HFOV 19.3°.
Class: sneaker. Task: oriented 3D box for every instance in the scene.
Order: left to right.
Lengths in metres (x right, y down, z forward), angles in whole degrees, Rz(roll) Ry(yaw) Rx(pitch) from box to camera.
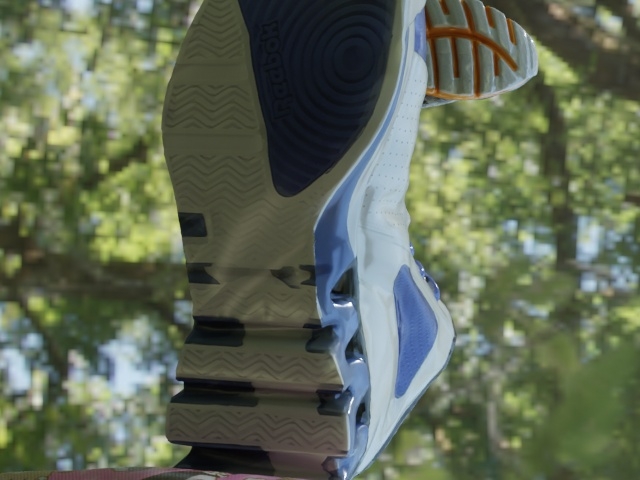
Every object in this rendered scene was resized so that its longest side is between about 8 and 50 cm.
[{"bbox_3d":[0.000,0.001,1.034,0.127,0.182,0.315,7,-87,19],"label":"sneaker"},{"bbox_3d":[0.061,-0.134,1.461,0.083,0.215,0.084,88,-1,-70],"label":"sneaker"}]

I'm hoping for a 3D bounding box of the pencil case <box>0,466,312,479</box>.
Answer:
[{"bbox_3d":[-0.126,0.200,0.901,0.386,0.167,0.160,-5,-65,34],"label":"pencil case"}]
